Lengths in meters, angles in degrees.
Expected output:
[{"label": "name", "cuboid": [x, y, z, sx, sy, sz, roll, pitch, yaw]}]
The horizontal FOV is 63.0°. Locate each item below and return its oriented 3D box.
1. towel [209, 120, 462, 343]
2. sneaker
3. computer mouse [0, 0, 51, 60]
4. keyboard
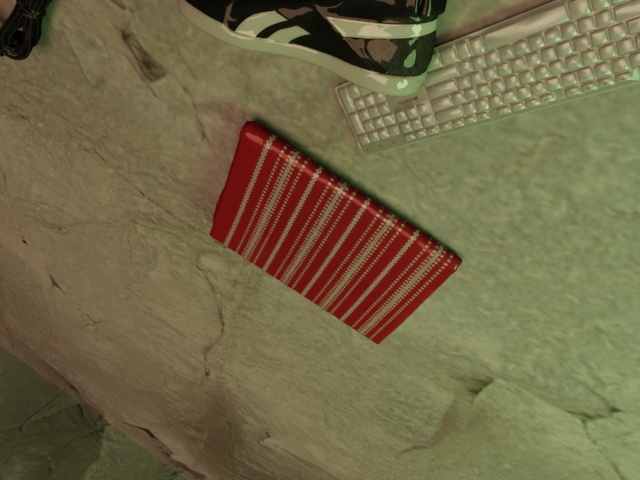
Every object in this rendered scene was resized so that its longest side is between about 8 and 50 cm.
[{"label": "towel", "cuboid": [0.000, 0.000, 0.613, 0.274, 0.031, 0.199, 33, 138, 1]}, {"label": "sneaker", "cuboid": [-0.007, -0.203, 0.394, 0.216, 0.079, 0.121, 22, 132, 10]}, {"label": "computer mouse", "cuboid": [-0.407, -0.327, 0.571, 0.262, 0.060, 0.184, 34, 138, -16]}, {"label": "keyboard", "cuboid": [0.124, -0.127, 0.413, 0.255, 0.014, 0.072, -9, 123, 40]}]
